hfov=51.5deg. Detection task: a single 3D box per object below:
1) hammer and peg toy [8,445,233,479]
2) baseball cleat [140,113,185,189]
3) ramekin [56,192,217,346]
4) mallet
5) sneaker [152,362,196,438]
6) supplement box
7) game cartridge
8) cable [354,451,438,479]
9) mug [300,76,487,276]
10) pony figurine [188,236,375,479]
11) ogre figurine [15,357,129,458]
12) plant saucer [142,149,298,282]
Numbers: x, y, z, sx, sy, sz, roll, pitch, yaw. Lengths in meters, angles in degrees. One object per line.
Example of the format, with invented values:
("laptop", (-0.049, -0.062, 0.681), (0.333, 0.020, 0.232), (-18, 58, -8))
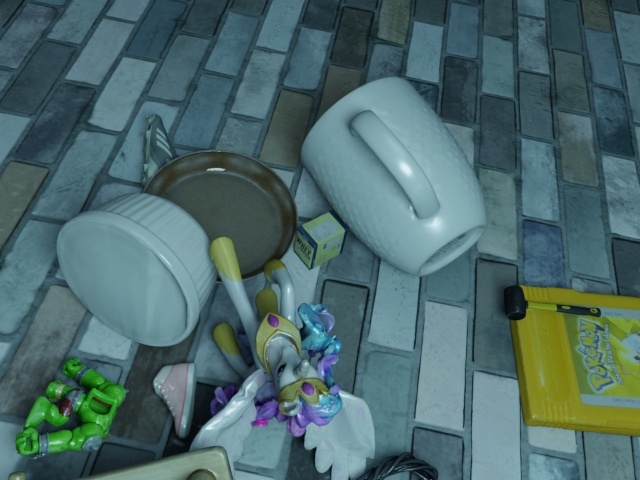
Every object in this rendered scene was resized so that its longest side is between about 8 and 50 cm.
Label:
("hammer and peg toy", (-0.270, 0.416, 0.837), (0.362, 0.127, 0.265), (-12, 91, -1))
("baseball cleat", (-0.331, -0.183, 1.426), (0.110, 0.072, 0.205), (8, 56, -20))
("ramekin", (-0.300, 0.042, 1.136), (0.273, 0.272, 0.127), (26, 43, 11))
("mallet", (0.440, 0.120, 1.267), (0.190, 0.039, 0.062), (1, 56, -10))
("sneaker", (-0.246, 0.264, 1.100), (0.070, 0.051, 0.134), (1, 50, -5))
("supplement box", (0.000, 0.000, 1.314), (0.083, 0.083, 0.056), (-27, 61, -26))
("game cartridge", (0.527, 0.221, 1.244), (0.324, 0.052, 0.285), (6, 52, -4))
("cable", (0.121, 0.418, 1.026), (0.185, 0.047, 0.150), (-26, 73, -25))
("mug", (0.149, -0.117, 1.255), (0.276, 0.374, 0.328), (-35, 71, 4))
("pony figurine", (-0.078, 0.215, 1.015), (0.303, 0.350, 0.363), (-8, 36, -19))
("ogre figurine", (-0.382, 0.268, 1.042), (0.118, 0.096, 0.197), (16, 8, -2))
("plant saucer", (-0.201, -0.045, 1.321), (0.311, 0.050, 0.310), (6, 60, -10))
